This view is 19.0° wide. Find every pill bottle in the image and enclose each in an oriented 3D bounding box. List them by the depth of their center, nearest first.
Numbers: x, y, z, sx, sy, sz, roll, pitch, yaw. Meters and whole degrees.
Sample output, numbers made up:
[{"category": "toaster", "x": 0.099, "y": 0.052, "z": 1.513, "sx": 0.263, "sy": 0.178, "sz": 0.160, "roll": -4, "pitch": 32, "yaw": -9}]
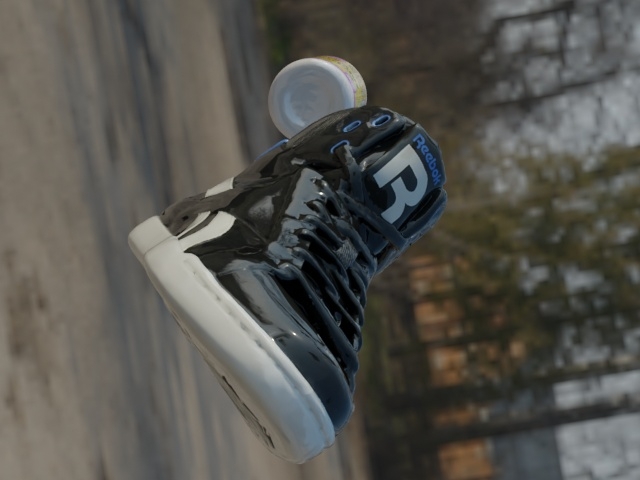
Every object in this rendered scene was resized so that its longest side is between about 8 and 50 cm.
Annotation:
[{"category": "pill bottle", "x": 0.000, "y": -0.073, "z": 0.983, "sx": 0.083, "sy": 0.043, "sz": 0.043, "roll": -43, "pitch": 123, "yaw": -80}]

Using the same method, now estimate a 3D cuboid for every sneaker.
[{"category": "sneaker", "x": 0.000, "y": 0.000, "z": 0.701, "sx": 0.079, "sy": 0.121, "sz": 0.217, "roll": 57, "pitch": -5, "yaw": -18}]
